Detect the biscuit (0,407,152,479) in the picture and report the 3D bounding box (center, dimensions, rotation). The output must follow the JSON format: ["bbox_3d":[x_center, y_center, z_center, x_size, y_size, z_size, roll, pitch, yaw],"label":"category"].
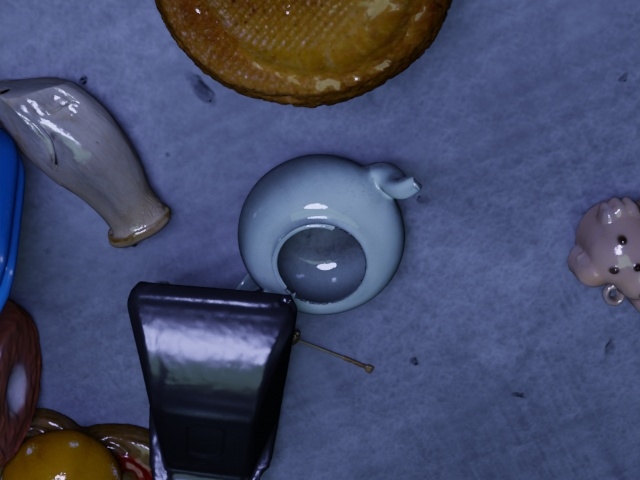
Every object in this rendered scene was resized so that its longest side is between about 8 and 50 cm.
[{"bbox_3d":[-0.338,0.365,1.453,0.367,0.063,0.314,-12,121,9],"label":"biscuit"}]

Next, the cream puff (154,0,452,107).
[{"bbox_3d":[-0.016,-0.274,0.990,0.302,0.212,0.303,6,117,11],"label":"cream puff"}]

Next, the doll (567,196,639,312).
[{"bbox_3d":[0.410,-0.037,1.182,0.154,0.119,0.278,38,104,-20],"label":"doll"}]

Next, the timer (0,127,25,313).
[{"bbox_3d":[-0.449,0.035,1.114,0.340,0.309,0.115,-32,133,25],"label":"timer"}]

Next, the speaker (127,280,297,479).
[{"bbox_3d":[-0.130,0.209,1.221,0.180,0.184,0.388,5,152,-2],"label":"speaker"}]

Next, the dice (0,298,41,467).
[{"bbox_3d":[-0.454,0.173,1.282,0.179,0.174,0.175,2,121,5],"label":"dice"}]

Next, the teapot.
[{"bbox_3d":[0.000,0.000,1.192,0.294,0.129,0.193,-41,111,21],"label":"teapot"}]

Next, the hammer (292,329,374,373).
[{"bbox_3d":[0.014,0.145,1.345,0.122,0.014,0.029,23,127,-15],"label":"hammer"}]

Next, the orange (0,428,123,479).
[{"bbox_3d":[-0.329,0.318,1.325,0.156,0.124,0.156,-4,117,-7],"label":"orange"}]

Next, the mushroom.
[{"bbox_3d":[-0.263,-0.095,1.163,0.108,0.096,0.247,-37,115,10],"label":"mushroom"}]
